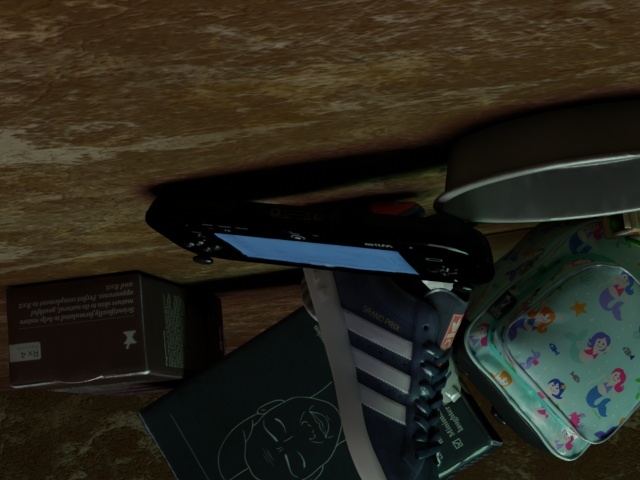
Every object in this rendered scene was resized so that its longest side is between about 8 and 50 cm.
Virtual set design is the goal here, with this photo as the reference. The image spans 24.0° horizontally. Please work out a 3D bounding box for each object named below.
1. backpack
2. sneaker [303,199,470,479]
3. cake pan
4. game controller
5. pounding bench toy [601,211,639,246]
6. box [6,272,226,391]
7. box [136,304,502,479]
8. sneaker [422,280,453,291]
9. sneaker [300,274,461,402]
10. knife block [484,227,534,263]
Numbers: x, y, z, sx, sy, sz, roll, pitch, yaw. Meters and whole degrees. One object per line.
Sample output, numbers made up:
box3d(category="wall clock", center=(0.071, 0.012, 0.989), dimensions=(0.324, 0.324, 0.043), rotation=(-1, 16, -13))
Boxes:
box3d(category="backpack", center=(0.292, 0.094, 1.703), dimensions=(0.253, 0.225, 0.191), rotation=(-44, -165, -12))
box3d(category="sneaker", center=(0.094, 0.123, 1.538), dimensions=(0.148, 0.350, 0.131), rotation=(-18, 176, 18))
box3d(category="cake pan", center=(0.242, -0.068, 1.329), dimensions=(0.293, 0.054, 0.293), rotation=(-5, 172, -1))
box3d(category="game controller", center=(0.000, 0.000, 1.402), dimensions=(0.319, 0.067, 0.166), rotation=(5, 176, 17))
box3d(category="pounding bench toy", center=(0.340, -0.017, 1.622), dimensions=(0.052, 0.083, 0.065), rotation=(-2, 170, -25))
box3d(category="box", center=(-0.272, 0.138, 2.083), dimensions=(0.191, 0.143, 0.381), rotation=(-7, 173, 11))
box3d(category="box", center=(0.006, 0.260, 2.073), dimensions=(0.395, 0.293, 0.212), rotation=(-32, 168, 4))
box3d(category="sneaker", center=(0.119, 0.040, 1.853), dimensions=(0.092, 0.087, 0.228), rotation=(2, 167, -31))
box3d(category="sneaker", center=(0.066, 0.102, 1.746), dimensions=(0.105, 0.281, 0.115), rotation=(-38, 128, -1))
box3d(category="knife block", center=(0.347, 0.008, 1.867), dimensions=(0.275, 0.242, 0.088), rotation=(39, -173, 21))
